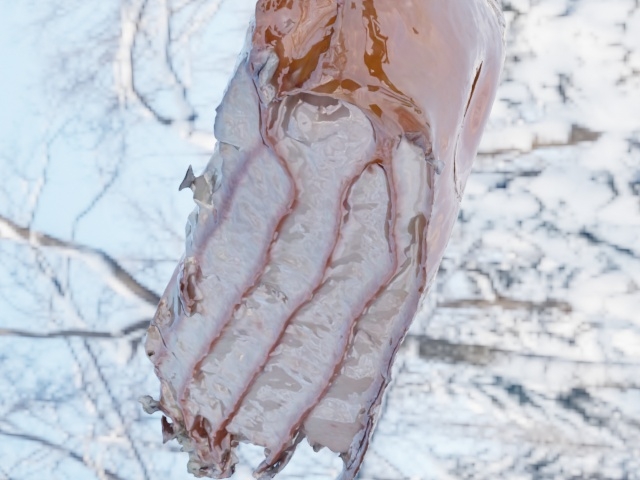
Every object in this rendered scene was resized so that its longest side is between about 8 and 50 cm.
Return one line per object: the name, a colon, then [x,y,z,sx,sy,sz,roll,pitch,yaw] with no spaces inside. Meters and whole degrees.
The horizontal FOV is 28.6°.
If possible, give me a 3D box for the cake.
cake: [-0.007,-0.002,0.448,0.135,0.098,0.287,-68,-3,-59]
